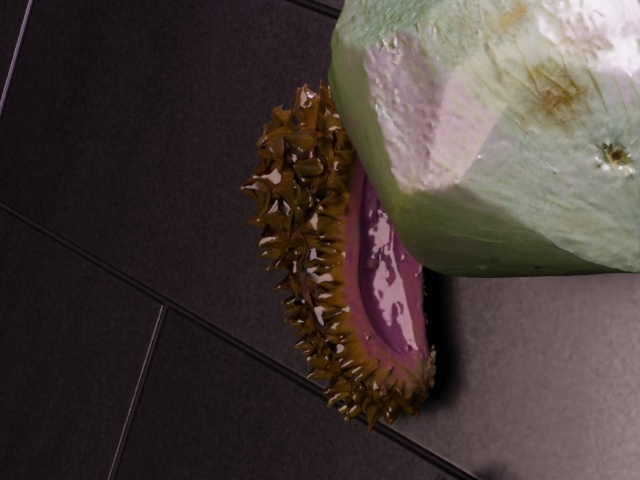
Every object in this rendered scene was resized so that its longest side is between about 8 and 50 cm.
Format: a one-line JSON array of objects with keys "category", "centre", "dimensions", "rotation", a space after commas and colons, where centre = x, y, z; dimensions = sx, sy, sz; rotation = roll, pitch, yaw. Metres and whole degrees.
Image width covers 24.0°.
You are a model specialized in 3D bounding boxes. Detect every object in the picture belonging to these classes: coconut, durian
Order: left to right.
[{"category": "durian", "centre": [0.001, 0.001, 1.328], "dimensions": [0.191, 0.112, 0.341], "rotation": [-7, 88, 45]}, {"category": "coconut", "centre": [0.168, -0.108, 1.111], "dimensions": [0.329, 0.281, 0.328], "rotation": [-3, 65, 6]}]

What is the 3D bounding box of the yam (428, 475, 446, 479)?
[{"category": "yam", "centre": [0.107, 0.351, 1.205], "dimensions": [0.168, 0.168, 0.304], "rotation": [-47, 59, 27]}]
